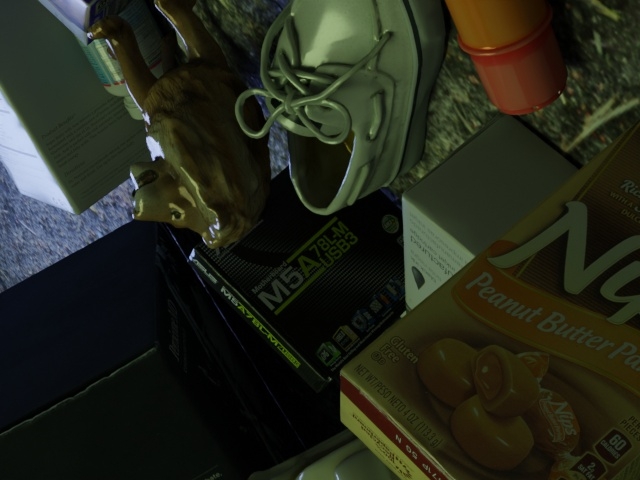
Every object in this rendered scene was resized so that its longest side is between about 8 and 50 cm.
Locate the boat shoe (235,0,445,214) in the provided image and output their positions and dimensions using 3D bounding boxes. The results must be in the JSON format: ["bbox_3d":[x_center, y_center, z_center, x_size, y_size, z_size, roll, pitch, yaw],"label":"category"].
[{"bbox_3d":[0.003,-0.136,1.517,0.136,0.156,0.367,44,159,20],"label":"boat shoe"}]

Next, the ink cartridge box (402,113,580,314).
[{"bbox_3d":[0.189,0.077,1.520,0.223,0.129,0.307,41,158,26],"label":"ink cartridge box"}]

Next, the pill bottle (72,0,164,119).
[{"bbox_3d":[-0.216,-0.217,1.945,0.087,0.087,0.160,19,142,55],"label":"pill bottle"}]

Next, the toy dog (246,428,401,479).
[{"bbox_3d":[0.140,0.362,1.755,0.408,0.284,0.395,61,168,1],"label":"toy dog"}]

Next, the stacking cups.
[{"bbox_3d":[0.108,-0.232,1.259,0.096,0.096,0.316,26,153,49],"label":"stacking cups"}]

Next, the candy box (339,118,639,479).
[{"bbox_3d":[0.187,0.073,1.247,0.183,0.316,0.087,43,159,22],"label":"candy box"}]

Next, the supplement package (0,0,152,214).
[{"bbox_3d":[-0.319,-0.207,2.050,0.175,0.177,0.293,19,142,56],"label":"supplement package"}]

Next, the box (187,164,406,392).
[{"bbox_3d":[0.001,0.020,1.719,0.184,0.190,0.045,46,154,5],"label":"box"}]

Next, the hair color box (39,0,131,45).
[{"bbox_3d":[-0.311,-0.351,1.684,0.339,0.110,0.185,42,171,-3],"label":"hair color box"}]

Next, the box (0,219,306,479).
[{"bbox_3d":[-0.211,0.287,2.250,0.472,0.297,0.480,58,-174,-21],"label":"box"}]

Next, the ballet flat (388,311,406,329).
[{"bbox_3d":[0.086,0.056,1.794,0.203,0.074,0.074,44,158,26],"label":"ballet flat"}]

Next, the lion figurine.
[{"bbox_3d":[-0.120,-0.119,1.733,0.240,0.142,0.392,60,-173,-3],"label":"lion figurine"}]
